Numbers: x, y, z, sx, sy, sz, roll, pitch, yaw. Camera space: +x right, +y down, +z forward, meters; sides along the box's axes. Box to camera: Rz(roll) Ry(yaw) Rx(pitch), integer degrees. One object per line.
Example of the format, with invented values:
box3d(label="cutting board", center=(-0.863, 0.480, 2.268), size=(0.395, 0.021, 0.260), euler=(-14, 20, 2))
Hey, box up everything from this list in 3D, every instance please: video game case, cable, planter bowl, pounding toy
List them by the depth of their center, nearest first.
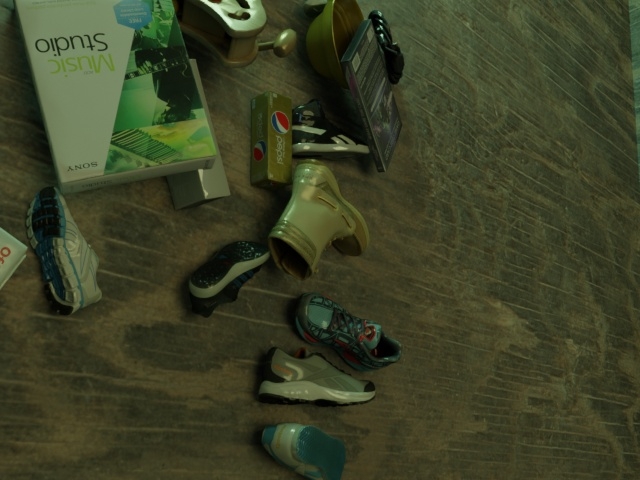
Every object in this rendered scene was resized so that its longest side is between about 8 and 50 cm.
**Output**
box3d(label="pounding toy", center=(-0.183, -0.363, 1.182), size=(0.270, 0.155, 0.154), euler=(18, 47, -7))
box3d(label="planter bowl", center=(0.029, -0.416, 1.415), size=(0.217, 0.090, 0.217), euler=(-4, 90, -65))
box3d(label="video game case", center=(0.119, -0.316, 1.456), size=(0.196, 0.026, 0.274), euler=(-68, 145, -45))
box3d(label="cable", center=(0.151, -0.448, 1.549), size=(0.150, 0.047, 0.184), euler=(66, 7, 18))

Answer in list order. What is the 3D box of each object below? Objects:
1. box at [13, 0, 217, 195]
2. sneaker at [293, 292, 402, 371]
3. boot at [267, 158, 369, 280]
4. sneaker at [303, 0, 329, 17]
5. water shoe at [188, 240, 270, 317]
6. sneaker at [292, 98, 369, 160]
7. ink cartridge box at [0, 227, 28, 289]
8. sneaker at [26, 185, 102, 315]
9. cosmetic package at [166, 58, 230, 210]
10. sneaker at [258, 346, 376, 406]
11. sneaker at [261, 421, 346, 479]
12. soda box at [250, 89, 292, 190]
box3d(label="box", center=(-0.313, -0.245, 1.010), size=(0.232, 0.058, 0.322), euler=(-14, 81, -22))
box3d(label="sneaker", center=(0.063, 0.173, 1.311), size=(0.262, 0.125, 0.104), euler=(34, 59, -33))
box3d(label="boot", center=(0.000, 0.000, 1.284), size=(0.262, 0.095, 0.203), euler=(57, 44, -43))
box3d(label="sneaker", center=(0.001, -0.537, 1.467), size=(0.061, 0.054, 0.152), euler=(57, 43, -6))
box3d(label="water shoe", center=(-0.165, 0.064, 1.175), size=(0.203, 0.073, 0.080), euler=(-33, 141, -52))
box3d(label="sneaker", center=(0.016, -0.236, 1.389), size=(0.217, 0.079, 0.121), euler=(-4, 84, -43))
box3d(label="ink cartridge box", center=(-0.510, 0.012, 0.837), size=(0.208, 0.087, 0.153), euler=(44, 54, -26))
box3d(label="sneaker", center=(-0.375, 0.013, 0.989), size=(0.083, 0.071, 0.190), euler=(-12, 90, -62))
box3d(label="cosmetic package", center=(-0.231, -0.180, 1.135), size=(0.060, 0.099, 0.239), euler=(-16, 92, -46))
box3d(label="sneaker", center=(0.005, 0.261, 1.259), size=(0.272, 0.100, 0.108), euler=(17, 64, -39))
box3d(label="sneaker", center=(-0.023, 0.391, 1.216), size=(0.228, 0.092, 0.087), euler=(56, 44, -44))
box3d(label="soda box", center=(-0.095, -0.193, 1.291), size=(0.061, 0.058, 0.181), euler=(10, 74, -42))
